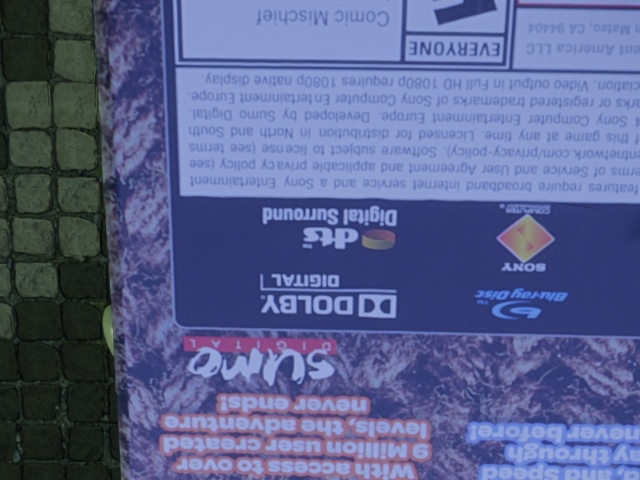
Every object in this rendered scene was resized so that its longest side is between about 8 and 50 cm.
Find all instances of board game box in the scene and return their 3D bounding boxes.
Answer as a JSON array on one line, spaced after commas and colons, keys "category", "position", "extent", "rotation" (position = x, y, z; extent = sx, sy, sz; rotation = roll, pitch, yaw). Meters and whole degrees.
[{"category": "board game box", "position": [0.069, 0.016, 0.495], "extent": [0.141, 0.232, 0.291], "rotation": [-88, -1, -58]}]

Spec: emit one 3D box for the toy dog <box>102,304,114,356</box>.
[{"category": "toy dog", "position": [0.000, 0.000, 1.751], "extent": [0.284, 0.395, 0.408], "rotation": [78, -179, -46]}]
